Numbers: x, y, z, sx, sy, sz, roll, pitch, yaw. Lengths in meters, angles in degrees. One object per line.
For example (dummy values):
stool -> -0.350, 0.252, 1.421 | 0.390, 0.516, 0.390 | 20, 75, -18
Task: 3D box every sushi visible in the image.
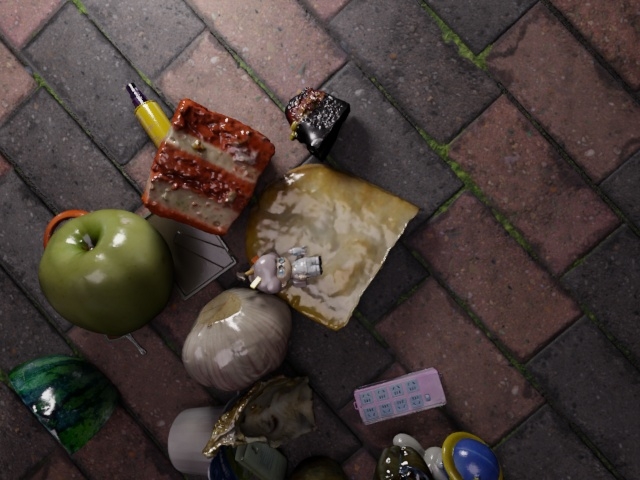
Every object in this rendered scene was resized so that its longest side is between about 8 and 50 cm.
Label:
sushi -> -0.022, -0.347, 1.545 | 0.150, 0.153, 0.172 | 29, 86, 8

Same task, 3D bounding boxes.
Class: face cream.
face cream -> -0.496, -0.353, 1.627 | 0.078, 0.078, 0.273 | -35, 88, 6

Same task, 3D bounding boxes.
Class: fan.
fan -> -0.621, 0.277, 1.701 | 0.132, 0.009, 0.220 | -42, 87, 7

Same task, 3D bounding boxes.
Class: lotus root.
lotus root -> -0.025, 0.767, 1.500 | 0.250, 0.346, 0.251 | 0, 90, 13

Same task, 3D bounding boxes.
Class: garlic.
garlic -> -0.230, 0.280, 1.512 | 0.317, 0.317, 0.259 | -32, 117, 6

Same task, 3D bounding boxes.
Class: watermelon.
watermelon -> -0.773, 0.459, 1.663 | 0.222, 0.319, 0.292 | -34, 96, -28

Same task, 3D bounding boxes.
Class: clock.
clock -> -0.757, 0.007, 1.683 | 0.205, 0.051, 0.206 | 0, 93, 5

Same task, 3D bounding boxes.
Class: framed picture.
framed picture -> -0.415, 0.009, 1.663 | 0.211, 0.020, 0.290 | -36, 88, 7

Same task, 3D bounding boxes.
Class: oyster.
oyster -> -0.148, 0.459, 1.501 | 0.110, 0.396, 0.205 | 8, 94, 43

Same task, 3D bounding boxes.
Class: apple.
apple -> -0.584, 0.090, 1.524 | 0.356, 0.357, 0.358 | 0, 92, 6

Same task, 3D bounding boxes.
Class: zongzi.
zongzi -> 0.336, 0.751, 1.484 | 0.431, 0.208, 0.404 | 8, 118, 3

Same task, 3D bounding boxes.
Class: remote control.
remote control -> -0.167, 0.632, 1.569 | 0.038, 0.098, 0.234 | -7, 136, 26

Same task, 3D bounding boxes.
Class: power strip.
power strip -> 0.233, 0.460, 1.605 | 0.278, 0.037, 0.109 | -17, 90, 6

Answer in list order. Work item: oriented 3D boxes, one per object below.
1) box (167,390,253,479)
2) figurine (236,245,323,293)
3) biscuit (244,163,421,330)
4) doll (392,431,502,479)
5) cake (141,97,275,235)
box -> -0.317, 0.592, 1.554 | 0.206, 0.291, 0.263 | -9, 104, 24
figurine -> -0.107, 0.084, 1.463 | 0.228, 0.112, 0.138 | -8, 54, 0
biscuit -> 0.000, 0.000, 1.567 | 0.445, 0.104, 0.430 | 26, 86, 6
doll -> 0.368, 0.615, 1.541 | 0.310, 0.243, 0.160 | 33, 61, 4
cake -> -0.315, -0.192, 1.487 | 0.269, 0.270, 0.320 | 23, 95, -20
